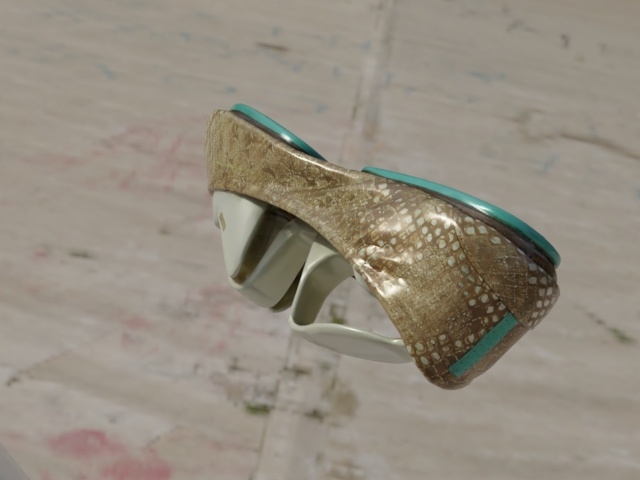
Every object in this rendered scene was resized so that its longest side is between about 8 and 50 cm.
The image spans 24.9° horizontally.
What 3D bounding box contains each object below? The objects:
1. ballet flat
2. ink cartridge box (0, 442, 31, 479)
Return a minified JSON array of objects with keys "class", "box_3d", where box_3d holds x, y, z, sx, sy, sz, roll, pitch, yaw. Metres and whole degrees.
[{"class":"ballet flat","box_3d":[0.000,0.000,0.533,0.073,0.067,0.206,40,-8,-33]},{"class":"ink cartridge box","box_3d":[-0.100,0.241,0.441,0.306,0.226,0.131,51,-13,-7]}]
